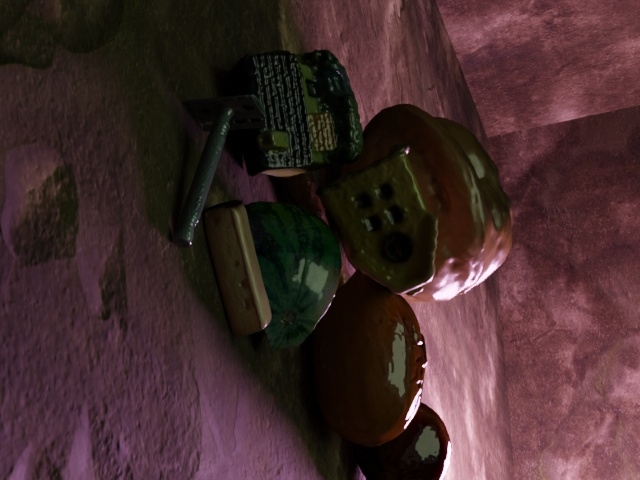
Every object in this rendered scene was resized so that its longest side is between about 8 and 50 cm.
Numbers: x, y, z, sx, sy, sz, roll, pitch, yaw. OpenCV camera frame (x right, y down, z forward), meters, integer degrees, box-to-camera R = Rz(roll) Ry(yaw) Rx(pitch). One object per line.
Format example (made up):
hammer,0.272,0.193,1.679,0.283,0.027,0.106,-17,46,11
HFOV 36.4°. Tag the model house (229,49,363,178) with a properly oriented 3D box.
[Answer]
model house,-0.047,-0.205,1.524,0.211,0.170,0.194,-7,88,-71

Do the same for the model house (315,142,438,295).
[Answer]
model house,0.120,-0.020,1.589,0.234,0.174,0.193,60,2,0

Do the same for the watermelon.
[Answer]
watermelon,-0.057,0.032,1.455,0.146,0.128,0.231,44,32,-41

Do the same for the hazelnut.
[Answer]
hazelnut,0.146,0.390,1.757,0.178,0.177,0.204,-43,144,-68

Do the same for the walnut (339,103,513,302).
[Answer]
walnut,0.205,-0.062,1.931,0.383,0.383,0.384,-11,90,-71

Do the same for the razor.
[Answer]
razor,-0.155,-0.093,1.309,0.068,0.106,0.232,55,42,-49

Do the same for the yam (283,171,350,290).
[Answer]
yam,0.000,0.000,1.711,0.066,0.066,0.300,-65,141,-60

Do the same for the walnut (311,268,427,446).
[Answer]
walnut,0.083,0.196,1.643,0.203,0.203,0.298,18,69,-69

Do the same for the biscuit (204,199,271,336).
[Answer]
biscuit,-0.114,0.039,1.368,0.052,0.056,0.188,-40,119,-70
